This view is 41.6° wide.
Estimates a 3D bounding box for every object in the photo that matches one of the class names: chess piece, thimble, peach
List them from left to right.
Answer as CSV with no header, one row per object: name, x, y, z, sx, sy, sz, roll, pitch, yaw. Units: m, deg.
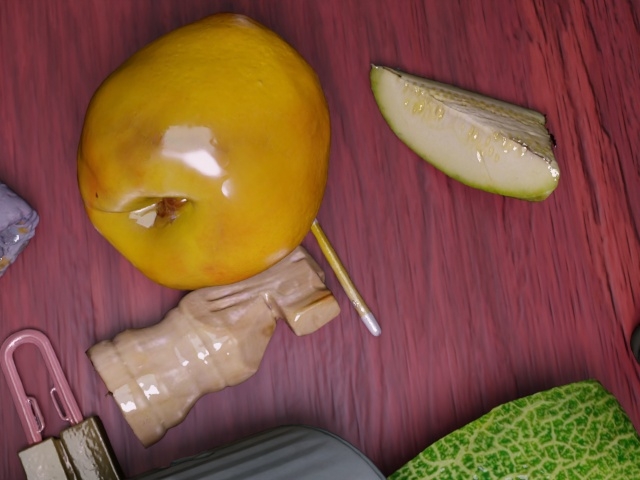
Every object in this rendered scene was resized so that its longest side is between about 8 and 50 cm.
thimble,-0.424,-0.012,0.988,0.118,0.127,0.151,40,75,3
peach,-0.120,-0.106,0.980,0.289,0.289,0.308,28,43,-1
chess piece,-0.120,0.111,1.014,0.301,0.137,0.137,-33,85,-16

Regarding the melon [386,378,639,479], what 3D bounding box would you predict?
melon,0.208,0.350,0.975,0.343,0.226,0.331,-15,98,-24

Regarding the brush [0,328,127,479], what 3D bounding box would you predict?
brush,-0.318,0.214,1.000,0.103,0.047,0.233,-23,82,-11

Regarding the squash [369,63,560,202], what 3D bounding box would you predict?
squash,0.171,-0.133,1.098,0.252,0.169,0.093,16,122,-5

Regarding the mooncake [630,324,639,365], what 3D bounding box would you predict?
mooncake,0.472,0.111,1.063,0.104,0.168,0.175,31,62,1

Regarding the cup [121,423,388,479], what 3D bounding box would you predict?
cup,-0.150,0.374,0.796,0.392,0.401,0.310,1,58,-49

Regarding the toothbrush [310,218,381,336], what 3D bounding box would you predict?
toothbrush,0.000,0.000,1.096,0.024,0.021,0.288,-30,84,-1
